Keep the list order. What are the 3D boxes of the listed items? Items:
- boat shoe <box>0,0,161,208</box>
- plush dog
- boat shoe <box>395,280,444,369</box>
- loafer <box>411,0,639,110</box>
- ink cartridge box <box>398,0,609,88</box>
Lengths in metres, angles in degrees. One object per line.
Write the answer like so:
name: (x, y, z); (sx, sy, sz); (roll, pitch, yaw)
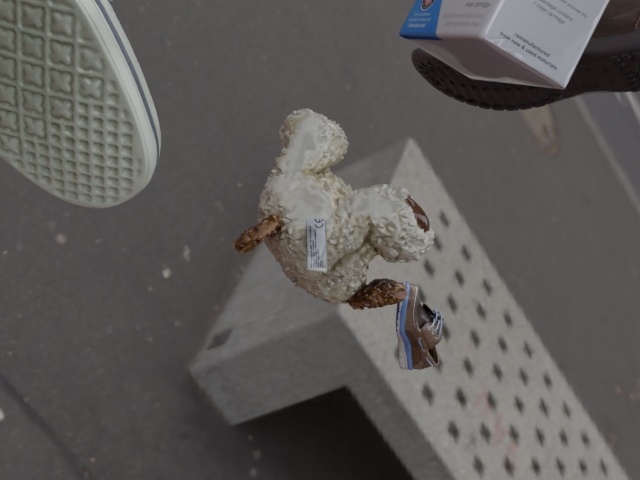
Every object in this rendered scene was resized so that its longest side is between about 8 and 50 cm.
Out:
boat shoe: (-0.287, -0.258, 0.926); (0.500, 0.186, 0.156); (58, 27, -14)
plush dog: (0.000, 0.000, 1.355); (0.262, 0.210, 0.225); (45, -15, 28)
boat shoe: (0.147, 0.124, 1.550); (0.183, 0.066, 0.066); (80, 17, -51)
loafer: (0.294, -0.250, 1.315); (0.134, 0.365, 0.130); (45, 50, -58)
ink cartridge box: (0.164, -0.227, 0.809); (0.086, 0.203, 0.148); (26, 1, -22)
